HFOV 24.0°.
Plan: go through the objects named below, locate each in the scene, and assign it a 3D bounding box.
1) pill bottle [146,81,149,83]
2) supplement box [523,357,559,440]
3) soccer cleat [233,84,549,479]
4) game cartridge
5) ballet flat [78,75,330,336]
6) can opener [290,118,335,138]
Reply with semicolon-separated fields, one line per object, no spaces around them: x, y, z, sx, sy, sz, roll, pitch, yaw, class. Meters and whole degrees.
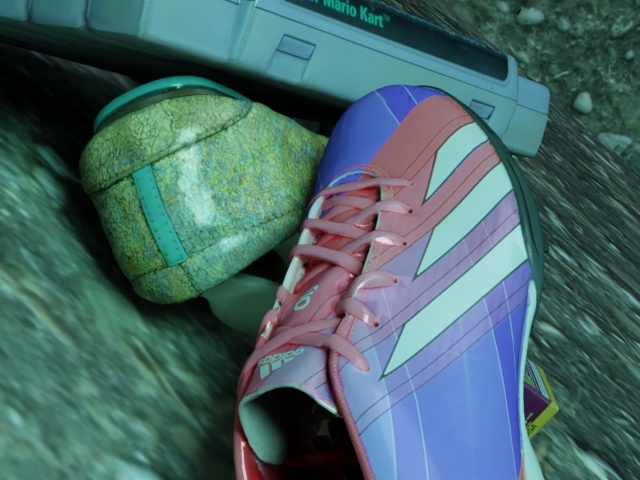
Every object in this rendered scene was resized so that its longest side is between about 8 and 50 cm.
-0.068;-0.223;0.998;0.131;0.229;0.131;37;16;-12;pill bottle
0.094;0.080;0.893;0.083;0.043;0.055;37;16;-15;supplement box
0.020;0.042;0.586;0.116;0.108;0.318;28;42;-31;soccer cleat
-0.048;-0.109;0.818;0.230;0.068;0.355;8;-1;36;game cartridge
0.000;0.000;0.804;0.123;0.123;0.348;47;16;23;ballet flat
0.001;-0.073;1.086;0.093;0.074;0.280;-9;38;-23;can opener
